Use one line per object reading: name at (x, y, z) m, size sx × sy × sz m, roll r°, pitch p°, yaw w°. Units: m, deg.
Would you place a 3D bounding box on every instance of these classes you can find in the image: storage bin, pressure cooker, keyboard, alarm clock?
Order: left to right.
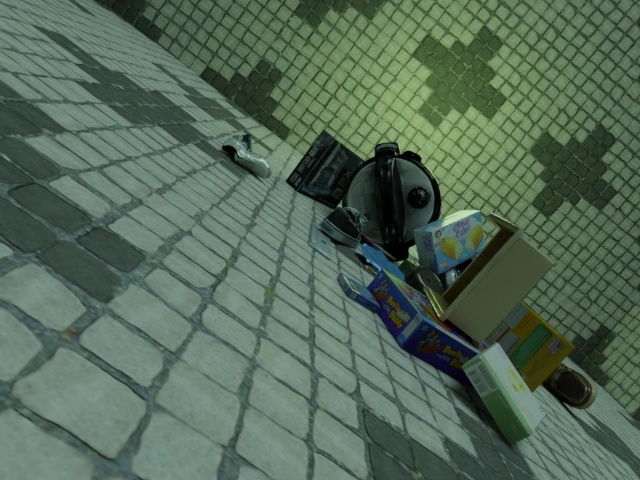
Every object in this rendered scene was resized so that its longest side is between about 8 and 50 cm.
keyboard at (0.000, 0.000, 1.472) m, size 0.072 × 0.014 × 0.256 m, roll 42°, pitch 10°, yaw -8°
pressure cooker at (0.276, -0.148, 2.032) m, size 0.370 × 0.376 × 0.420 m, roll 42°, pitch 10°, yaw 8°
alarm clock at (0.338, 0.129, 1.751) m, size 0.129 × 0.064 × 0.192 m, roll 22°, pitch 37°, yaw -30°
storage bin at (0.393, 0.083, 1.294) m, size 0.123 × 0.262 × 0.260 m, roll 37°, pitch 10°, yaw -7°

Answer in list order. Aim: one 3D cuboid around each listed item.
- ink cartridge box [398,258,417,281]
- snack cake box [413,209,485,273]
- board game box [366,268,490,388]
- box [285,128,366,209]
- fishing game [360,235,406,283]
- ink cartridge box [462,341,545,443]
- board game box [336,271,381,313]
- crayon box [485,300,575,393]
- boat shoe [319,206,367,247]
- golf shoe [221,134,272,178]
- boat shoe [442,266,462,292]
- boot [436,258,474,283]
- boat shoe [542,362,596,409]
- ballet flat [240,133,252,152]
ink cartridge box at (0.325, 0.126, 1.869) m, size 0.209 × 0.062 × 0.109 m, roll 36°, pitch 12°, yaw -9°
snack cake box at (0.455, 0.000, 1.873) m, size 0.264 × 0.152 × 0.089 m, roll -21°, pitch 16°, yaw -33°
board game box at (0.285, 0.224, 1.269) m, size 0.347 × 0.078 × 0.233 m, roll 32°, pitch 12°, yaw -28°
box at (0.034, -0.269, 2.101) m, size 0.076 × 0.242 × 0.307 m, roll 43°, pitch 11°, yaw 29°
fishing game at (0.194, 0.082, 1.694) m, size 0.189 × 0.041 × 0.264 m, roll 35°, pitch 19°, yaw -13°
ink cartridge box at (0.402, 0.300, 1.130) m, size 0.235 × 0.056 × 0.171 m, roll -8°, pitch 63°, yaw -53°
board game box at (0.087, 0.118, 1.221) m, size 0.090 × 0.020 × 0.090 m, roll 33°, pitch 10°, yaw -25°
crayon box at (0.593, 0.314, 1.576) m, size 0.083 × 0.203 × 0.323 m, roll 35°, pitch 11°, yaw -18°
boat shoe at (0.085, -0.055, 1.709) m, size 0.113 × 0.105 × 0.306 m, roll 43°, pitch 8°, yaw 20°
golf shoe at (-0.233, -0.247, 1.662) m, size 0.176 × 0.069 × 0.086 m, roll 40°, pitch 37°, yaw 5°
boat shoe at (0.485, 0.194, 1.800) m, size 0.119 × 0.121 × 0.335 m, roll -5°, pitch 33°, yaw 3°
boot at (0.576, 0.156, 2.034) m, size 0.337 × 0.118 × 0.223 m, roll 14°, pitch -27°, yaw 2°
boat shoe at (0.846, 0.489, 1.939) m, size 0.123 × 0.123 × 0.342 m, roll 27°, pitch 9°, yaw -13°
ballet flat at (-0.265, -0.320, 1.802) m, size 0.074 × 0.074 × 0.203 m, roll 34°, pitch 17°, yaw -21°
